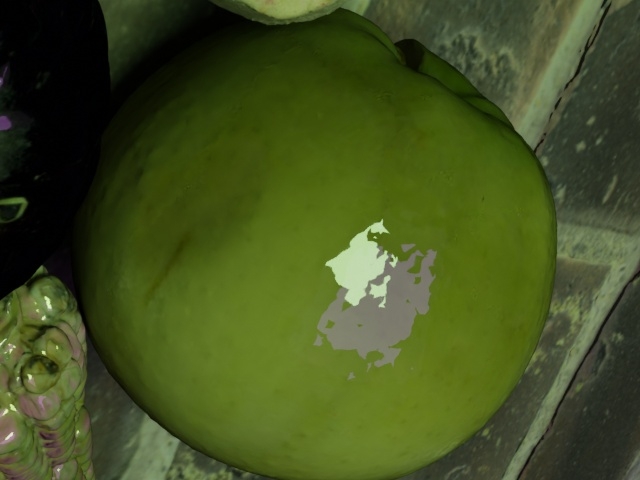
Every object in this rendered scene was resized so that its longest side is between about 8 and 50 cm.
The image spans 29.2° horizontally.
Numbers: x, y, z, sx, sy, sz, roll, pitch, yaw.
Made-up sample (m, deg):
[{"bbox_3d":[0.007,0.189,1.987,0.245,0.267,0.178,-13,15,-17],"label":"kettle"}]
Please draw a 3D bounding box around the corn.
[{"bbox_3d":[-0.196,0.130,0.750,0.127,0.126,0.335,-28,150,-24],"label":"corn"}]

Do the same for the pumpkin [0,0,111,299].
[{"bbox_3d":[-0.215,-0.054,0.496,0.296,0.296,0.295,-23,133,-28],"label":"pumpkin"}]

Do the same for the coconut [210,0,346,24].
[{"bbox_3d":[-0.031,-0.202,0.647,0.147,0.152,0.147,-4,135,-4],"label":"coconut"}]

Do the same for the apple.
[{"bbox_3d":[0.000,0.000,0.744,0.292,0.292,0.254,14,117,-46],"label":"apple"}]
